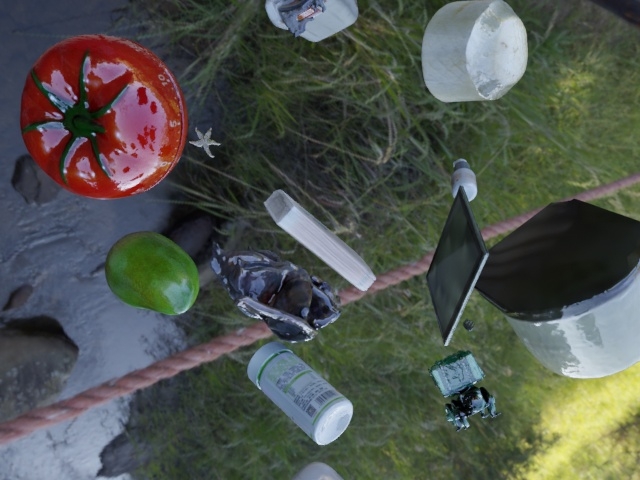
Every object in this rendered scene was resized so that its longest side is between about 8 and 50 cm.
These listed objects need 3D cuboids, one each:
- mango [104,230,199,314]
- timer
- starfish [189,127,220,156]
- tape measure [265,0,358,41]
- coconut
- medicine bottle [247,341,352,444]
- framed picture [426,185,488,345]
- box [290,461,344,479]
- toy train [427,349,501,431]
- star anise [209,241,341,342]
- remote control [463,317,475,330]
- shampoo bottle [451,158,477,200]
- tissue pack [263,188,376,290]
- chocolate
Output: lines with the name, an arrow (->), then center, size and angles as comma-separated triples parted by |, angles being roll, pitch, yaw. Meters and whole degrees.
mango -> -0.488, 0.101, 1.774 | 0.225, 0.382, 0.201 | -40, 136, -22
timer -> -0.500, -0.285, 1.431 | 0.378, 0.378, 0.279 | -52, 178, 18
starfish -> -0.313, -0.264, 1.646 | 0.086, 0.016, 0.092 | -35, 111, -36
tape measure -> -0.032, -0.465, 1.036 | 0.130, 0.264, 0.258 | -21, -176, 19
coconut -> 0.299, -0.384, 1.246 | 0.202, 0.222, 0.201 | -11, 107, -39
medicine bottle -> -0.036, 0.252, 1.022 | 0.086, 0.183, 0.086 | -26, 132, -32
framed picture -> 0.229, 0.045, 1.054 | 0.010, 0.172, 0.231 | 3, 134, -8
box -> -0.032, 0.852, 1.780 | 0.349, 0.288, 0.141 | -44, -178, -19
toy train -> 0.313, 0.336, 1.364 | 0.115, 0.154, 0.269 | -29, 162, 3
star anise -> -0.088, 0.102, 1.097 | 0.360, 0.316, 0.139 | 24, 91, -44
remote control -> 0.410, 0.233, 1.694 | 0.016, 0.034, 0.091 | -60, 164, 11
shampoo bottle -> 0.438, -0.190, 1.870 | 0.074, 0.192, 0.073 | 5, 125, 7
tissue pack -> 0.000, 0.000, 1.621 | 0.325, 0.170, 0.071 | 40, 94, -29
chocolate -> 0.533, 0.130, 1.281 | 0.314, 0.326, 0.297 | -35, 120, -9
